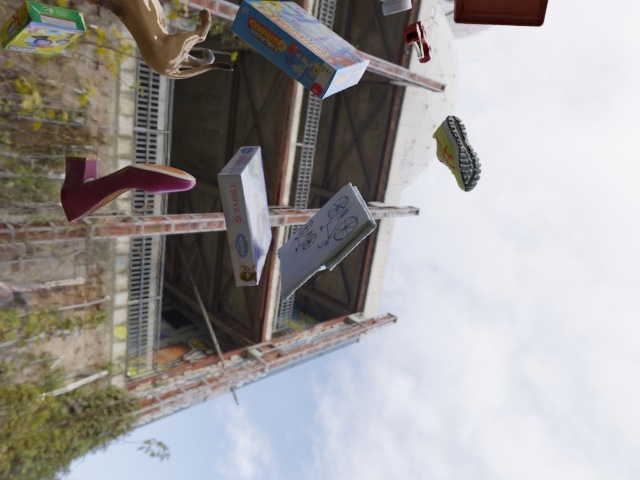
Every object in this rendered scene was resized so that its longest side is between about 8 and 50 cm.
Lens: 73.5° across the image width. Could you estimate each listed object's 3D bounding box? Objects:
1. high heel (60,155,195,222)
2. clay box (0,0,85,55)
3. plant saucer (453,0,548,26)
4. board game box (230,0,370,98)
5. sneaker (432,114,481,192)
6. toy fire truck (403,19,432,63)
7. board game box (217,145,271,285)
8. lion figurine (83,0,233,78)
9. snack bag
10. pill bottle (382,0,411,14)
[{"bbox_3d":[-0.328,-0.074,0.725,0.244,0.082,0.117,7,-79,5],"label":"high heel"},{"bbox_3d":[-0.714,-0.527,1.089,0.222,0.127,0.053,-6,-82,38],"label":"clay box"},{"bbox_3d":[0.509,-0.734,1.189,0.258,0.048,0.259,16,-30,25],"label":"plant saucer"},{"bbox_3d":[-0.041,-0.549,1.212,0.308,0.302,0.086,37,-55,2],"label":"board game box"},{"bbox_3d":[0.357,-0.221,1.144,0.094,0.081,0.209,-32,-113,57],"label":"sneaker"},{"bbox_3d":[0.339,-0.675,1.472,0.047,0.192,0.135,-9,-125,28],"label":"toy fire truck"},{"bbox_3d":[-0.209,-0.084,1.248,0.065,0.318,0.319,-3,-65,3],"label":"board game box"},{"bbox_3d":[-0.393,-0.495,0.951,0.392,0.240,0.142,49,-32,-20],"label":"lion figurine"},{"bbox_3d":[0.000,0.000,1.251,0.342,0.037,0.323,-43,-156,13],"label":"snack bag"},{"bbox_3d":[0.248,-0.900,1.471,0.119,0.119,0.209,11,-53,43],"label":"pill bottle"}]
